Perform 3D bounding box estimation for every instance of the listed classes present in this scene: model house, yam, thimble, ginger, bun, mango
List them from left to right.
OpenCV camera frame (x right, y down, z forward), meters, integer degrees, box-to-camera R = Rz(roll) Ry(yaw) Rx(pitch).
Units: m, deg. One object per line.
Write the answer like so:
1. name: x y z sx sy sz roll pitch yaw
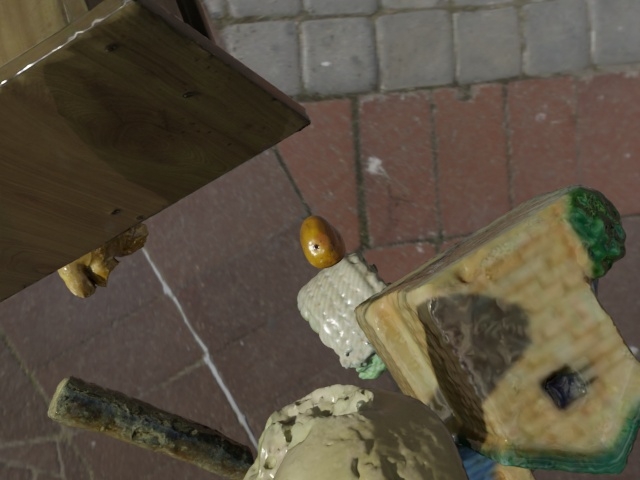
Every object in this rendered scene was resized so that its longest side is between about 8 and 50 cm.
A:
1. ginger: -0.384 -0.012 1.674 0.157 0.102 0.216 45 48 -8
2. yam: -0.202 0.235 1.208 0.274 0.061 0.061 26 94 -25
3. mango: 0.000 0.000 1.578 0.060 0.114 0.080 -34 110 15
4. bun: 0.001 0.184 0.525 0.116 0.237 0.210 7 135 -20
5. thimble: 0.073 0.133 1.749 0.150 0.219 0.219 -41 106 5
6. model house: 0.271 0.151 1.256 0.334 0.382 0.343 -30 88 -5

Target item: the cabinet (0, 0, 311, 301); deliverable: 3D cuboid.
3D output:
1. cabinet: -0.151 -0.093 0.433 0.215 0.148 0.175 -27 69 16
